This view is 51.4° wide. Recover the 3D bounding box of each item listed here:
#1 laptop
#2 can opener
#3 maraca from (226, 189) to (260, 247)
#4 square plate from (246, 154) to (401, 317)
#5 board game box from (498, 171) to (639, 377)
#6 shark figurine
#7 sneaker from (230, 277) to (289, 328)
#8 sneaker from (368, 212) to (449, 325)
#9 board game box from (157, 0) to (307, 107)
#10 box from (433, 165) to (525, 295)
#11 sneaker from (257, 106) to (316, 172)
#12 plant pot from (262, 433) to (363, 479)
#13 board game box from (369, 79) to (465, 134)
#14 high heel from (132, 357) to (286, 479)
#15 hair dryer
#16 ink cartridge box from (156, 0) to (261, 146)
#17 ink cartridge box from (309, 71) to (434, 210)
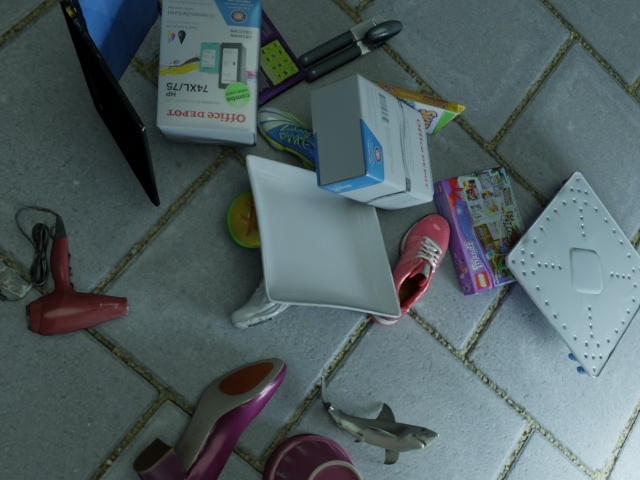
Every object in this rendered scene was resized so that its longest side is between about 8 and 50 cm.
[{"bbox_3d":[-0.328,-0.342,1.276,0.236,0.382,0.408,-30,81,-16],"label":"laptop"},{"bbox_3d":[0.070,-0.481,1.629,0.280,0.093,0.074,-32,92,-18],"label":"can opener"},{"bbox_3d":[-0.124,-0.056,1.466,0.185,0.099,0.127,-25,106,-32],"label":"maraca"},{"bbox_3d":[0.000,0.000,1.426,0.347,0.049,0.344,11,55,-35],"label":"square plate"},{"bbox_3d":[0.668,0.082,1.714,0.390,0.050,0.390,-44,100,-29],"label":"board game box"},{"bbox_3d":[0.112,0.394,1.482,0.278,0.166,0.116,22,46,3],"label":"shark figurine"},{"bbox_3d":[-0.109,0.109,1.455,0.232,0.090,0.115,-27,83,-31],"label":"sneaker"},{"bbox_3d":[0.234,0.065,1.551,0.116,0.136,0.314,37,70,-11],"label":"sneaker"},{"bbox_3d":[-0.210,-0.473,1.545,0.208,0.056,0.347,-36,93,-26],"label":"board game box"},{"bbox_3d":[0.414,-0.027,1.677,0.200,0.057,0.293,-14,85,-23],"label":"box"},{"bbox_3d":[-0.034,-0.236,1.518,0.240,0.126,0.091,36,70,-11],"label":"sneaker"},{"bbox_3d":[-0.001,0.503,1.357,0.201,0.180,0.201,4,77,-19],"label":"plant pot"},{"bbox_3d":[0.212,-0.319,1.624,0.259,0.124,0.039,8,71,-18],"label":"board game box"},{"bbox_3d":[-0.199,0.406,1.369,0.377,0.127,0.181,-34,121,-26],"label":"high heel"},{"bbox_3d":[-0.512,0.077,1.309,0.293,0.080,0.224,35,70,-11],"label":"hair dryer"},{"bbox_3d":[-0.226,-0.345,1.391,0.198,0.197,0.270,2,89,-5],"label":"ink cartridge box"},{"bbox_3d":[0.120,-0.206,1.483,0.307,0.129,0.223,12,68,-55],"label":"ink cartridge box"}]
